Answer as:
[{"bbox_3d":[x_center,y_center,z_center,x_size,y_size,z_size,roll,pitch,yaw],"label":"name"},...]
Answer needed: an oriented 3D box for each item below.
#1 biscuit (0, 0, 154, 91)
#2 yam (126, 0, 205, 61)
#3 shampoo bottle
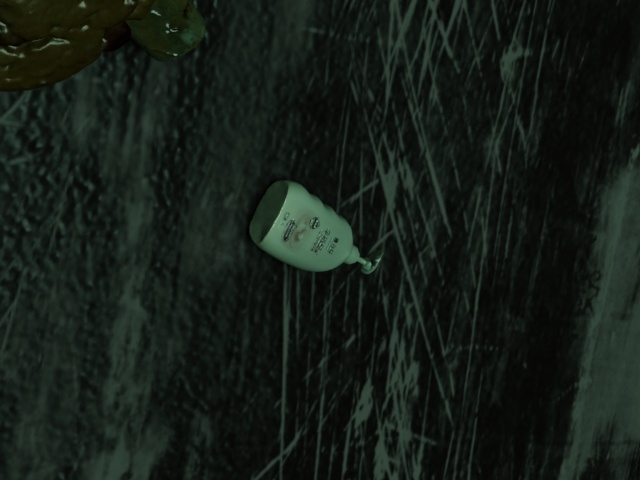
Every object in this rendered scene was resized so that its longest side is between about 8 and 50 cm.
[{"bbox_3d":[-0.257,-0.246,1.095,0.295,0.075,0.296,-8,125,-11],"label":"biscuit"},{"bbox_3d":[-0.217,-0.272,1.178,0.071,0.067,0.317,-53,127,-12],"label":"yam"},{"bbox_3d":[0.000,0.000,1.420,0.152,0.045,0.077,30,85,-37],"label":"shampoo bottle"}]
